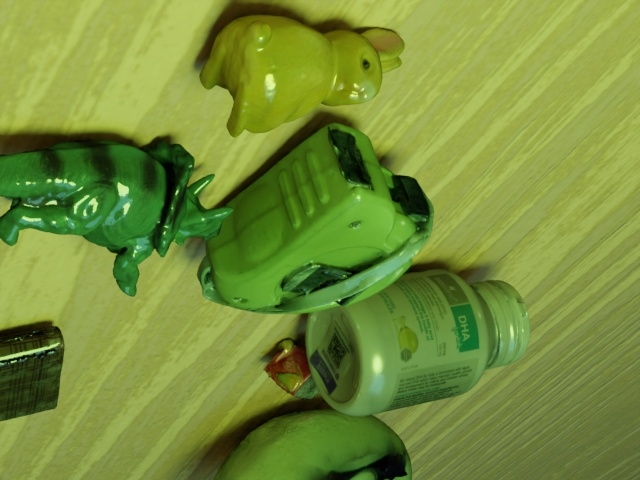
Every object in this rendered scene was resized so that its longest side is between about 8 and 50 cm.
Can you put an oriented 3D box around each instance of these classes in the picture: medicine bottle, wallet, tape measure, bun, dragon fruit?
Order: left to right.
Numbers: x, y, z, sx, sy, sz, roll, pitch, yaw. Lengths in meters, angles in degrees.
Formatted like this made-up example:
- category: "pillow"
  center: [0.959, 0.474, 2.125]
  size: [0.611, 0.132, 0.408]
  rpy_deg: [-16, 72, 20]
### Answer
- category: "wallet"
  center: [-0.342, 0.133, 1.031]
  size: [0.230, 0.042, 0.124]
  rpy_deg: [-11, 148, -24]
- category: "bun"
  center: [-0.034, 0.318, 1.471]
  size: [0.293, 0.187, 0.293]
  rpy_deg: [-24, 132, -29]
- category: "dragon fruit"
  center: [-0.020, 0.135, 1.281]
  size: [0.060, 0.056, 0.083]
  rpy_deg: [-51, 156, 5]
- category: "tape measure"
  center: [0.000, 0.000, 0.982]
  size: [0.200, 0.106, 0.175]
  rpy_deg: [-37, 147, 30]
- category: "medicine bottle"
  center: [0.105, 0.099, 1.219]
  size: [0.215, 0.135, 0.135]
  rpy_deg: [-8, 150, -28]

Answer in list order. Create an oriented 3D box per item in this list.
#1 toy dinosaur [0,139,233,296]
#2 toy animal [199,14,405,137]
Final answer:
- category: "toy dinosaur"
  center: [-0.181, -0.022, 0.835]
  size: [0.292, 0.079, 0.120]
  rpy_deg: [-1, 141, -42]
- category: "toy animal"
  center: [0.004, -0.121, 0.810]
  size: [0.159, 0.070, 0.083]
  rpy_deg: [-9, 149, -36]
